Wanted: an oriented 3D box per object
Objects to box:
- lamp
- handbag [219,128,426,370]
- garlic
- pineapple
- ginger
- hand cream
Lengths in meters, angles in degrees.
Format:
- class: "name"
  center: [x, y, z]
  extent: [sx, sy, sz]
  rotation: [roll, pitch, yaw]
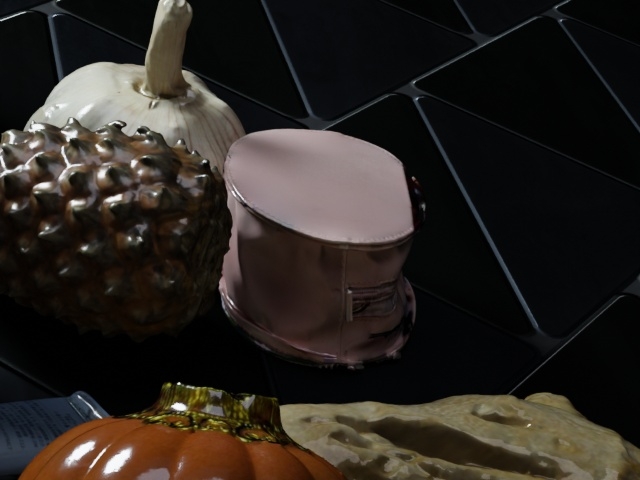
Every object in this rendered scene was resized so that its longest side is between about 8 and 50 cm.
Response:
- class: "lamp"
  center: [-0.075, 0.182, 1.030]
  extent: [0.223, 0.196, 0.223]
  rotation: [10, -7, 1]
- class: "handbag"
  center: [-0.001, 0.001, 1.453]
  extent: [0.179, 0.116, 0.205]
  rotation: [9, 29, -8]
- class: "garlic"
  center: [-0.149, -0.121, 1.501]
  extent: [0.199, 0.226, 0.199]
  rotation: [9, 35, -7]
- class: "pineapple"
  center: [-0.251, -0.026, 1.377]
  extent: [0.361, 0.175, 0.175]
  rotation: [9, 28, 13]
- class: "ginger"
  center: [0.098, 0.173, 1.184]
  extent: [0.354, 0.126, 0.190]
  rotation: [8, 50, -13]
- class: "hand cream"
  center: [-0.252, 0.138, 1.185]
  extent: [0.256, 0.055, 0.088]
  rotation: [-7, 27, -34]
